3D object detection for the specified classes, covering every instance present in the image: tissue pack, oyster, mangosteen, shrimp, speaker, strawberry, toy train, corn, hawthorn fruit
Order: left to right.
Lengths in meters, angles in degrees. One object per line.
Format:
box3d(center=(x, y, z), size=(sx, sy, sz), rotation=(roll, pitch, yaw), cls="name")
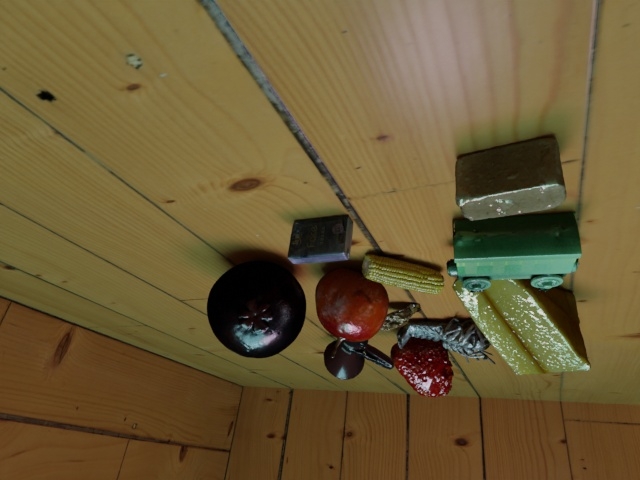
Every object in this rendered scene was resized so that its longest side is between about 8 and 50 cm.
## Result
box3d(center=(-0.200, 0.209, 1.328), size=(0.306, 0.307, 0.347), rotation=(13, 180, -9), cls="mangosteen")
box3d(center=(0.000, 0.000, 1.045), size=(0.156, 0.112, 0.051), rotation=(-6, 148, 24), cls="tissue pack")
box3d(center=(0.085, 0.225, 1.266), size=(0.241, 0.272, 0.242), rotation=(14, 158, 6), cls="hawthorn fruit")
box3d(center=(0.152, 0.491, 1.789), size=(0.198, 0.259, 0.329), rotation=(-23, 156, -23), cls="speaker")
box3d(center=(0.284, 0.281, 1.498), size=(0.177, 0.056, 0.105), rotation=(-17, 157, -19), cls="oyster")
box3d(center=(0.241, 0.100, 1.201), size=(0.248, 0.081, 0.081), rotation=(14, 151, -11), cls="corn")
box3d(center=(0.419, 0.511, 1.716), size=(0.257, 0.261, 0.261), rotation=(-9, 150, 2), cls="strawberry")
box3d(center=(0.498, 0.366, 1.560), size=(0.410, 0.166, 0.221), rotation=(9, 135, 27), cls="shrimp")
box3d(center=(0.453, 0.035, 0.988), size=(0.300, 0.120, 0.202), rotation=(-3, 147, 19), cls="toy train")

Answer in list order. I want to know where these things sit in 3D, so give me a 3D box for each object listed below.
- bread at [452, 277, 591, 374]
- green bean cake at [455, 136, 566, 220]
box3d(center=(0.556, 0.234, 1.211), size=(0.361, 0.245, 0.233), rotation=(21, 150, -29), cls="bread")
box3d(center=(0.343, -0.109, 0.764), size=(0.179, 0.109, 0.085), rotation=(-10, 147, 28), cls="green bean cake")
